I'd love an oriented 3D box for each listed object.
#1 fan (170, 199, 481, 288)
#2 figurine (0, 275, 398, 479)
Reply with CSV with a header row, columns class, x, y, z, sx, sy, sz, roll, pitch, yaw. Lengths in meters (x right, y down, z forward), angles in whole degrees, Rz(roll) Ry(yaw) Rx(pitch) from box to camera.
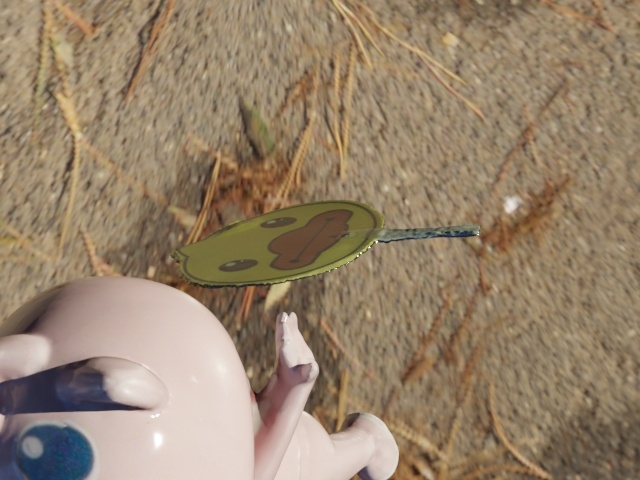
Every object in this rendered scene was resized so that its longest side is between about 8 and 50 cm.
class,x,y,z,sx,sy,sz,roll,pitch,yaw
fan,0.000,-0.001,1.397,0.335,0.229,0.011,-4,111,19
figurine,-0.072,0.129,0.694,0.176,0.287,0.186,-1,70,24
